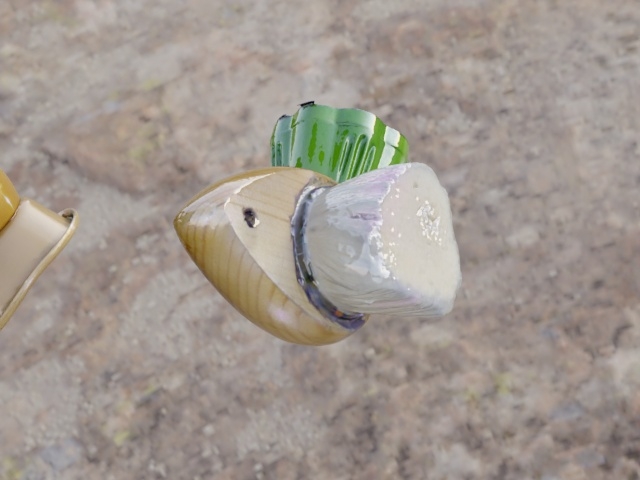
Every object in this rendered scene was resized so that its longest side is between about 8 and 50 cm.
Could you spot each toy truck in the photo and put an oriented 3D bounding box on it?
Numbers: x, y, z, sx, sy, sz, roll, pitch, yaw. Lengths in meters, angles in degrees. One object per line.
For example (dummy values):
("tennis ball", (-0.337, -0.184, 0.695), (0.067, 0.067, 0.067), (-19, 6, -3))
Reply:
("toy truck", (-0.477, 0.010, 1.714), (0.288, 0.211, 0.204), (-47, 19, -5))

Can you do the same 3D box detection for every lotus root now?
("lotus root", (0.010, -0.050, 1.620), (0.186, 0.186, 0.186), (-15, 36, 11))

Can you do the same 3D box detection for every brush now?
("brush", (0.000, 0.000, 1.255), (0.166, 0.267, 0.174), (-14, 70, 35))
